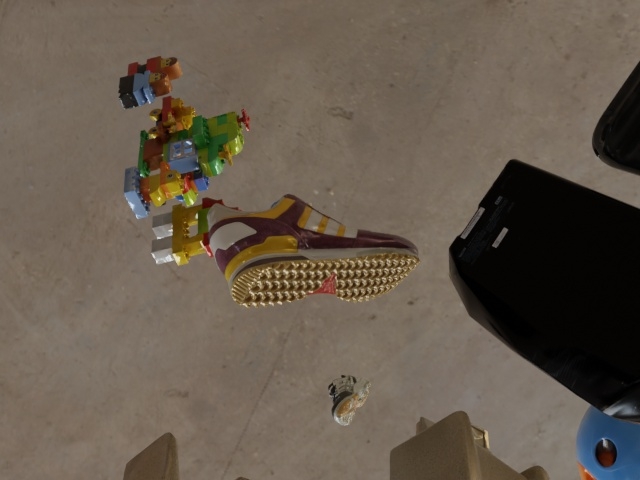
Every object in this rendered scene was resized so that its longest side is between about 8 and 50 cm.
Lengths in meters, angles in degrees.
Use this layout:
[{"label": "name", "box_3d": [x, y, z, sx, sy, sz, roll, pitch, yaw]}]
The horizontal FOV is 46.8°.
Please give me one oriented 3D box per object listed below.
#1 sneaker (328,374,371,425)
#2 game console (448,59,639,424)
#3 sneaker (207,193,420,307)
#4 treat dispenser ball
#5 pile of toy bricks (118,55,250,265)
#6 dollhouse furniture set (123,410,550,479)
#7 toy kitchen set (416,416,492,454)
[{"label": "sneaker", "box_3d": [0.021, 0.158, 0.738, 0.037, 0.083, 0.032, 19, 103, 16]}, {"label": "game console", "box_3d": [0.250, -0.063, 0.541, 0.044, 0.213, 0.361, 32, 94, -38]}, {"label": "sneaker", "box_3d": [0.000, 0.000, 0.583, 0.185, 0.084, 0.069, 2, 140, -41]}, {"label": "treat dispenser ball", "box_3d": [0.606, 0.386, 1.317, 0.288, 0.288, 0.288, -8, 116, -17]}, {"label": "pile of toy bricks", "box_3d": [-0.113, -0.090, 0.676, 0.105, 0.212, 0.118, -14, 135, 3]}, {"label": "dollhouse furniture set", "box_3d": [0.010, 0.217, 0.396, 0.262, 0.135, 0.259, 37, 118, -24]}, {"label": "toy kitchen set", "box_3d": [0.085, 0.186, 0.580, 0.068, 0.083, 0.075, 30, 124, -13]}]
